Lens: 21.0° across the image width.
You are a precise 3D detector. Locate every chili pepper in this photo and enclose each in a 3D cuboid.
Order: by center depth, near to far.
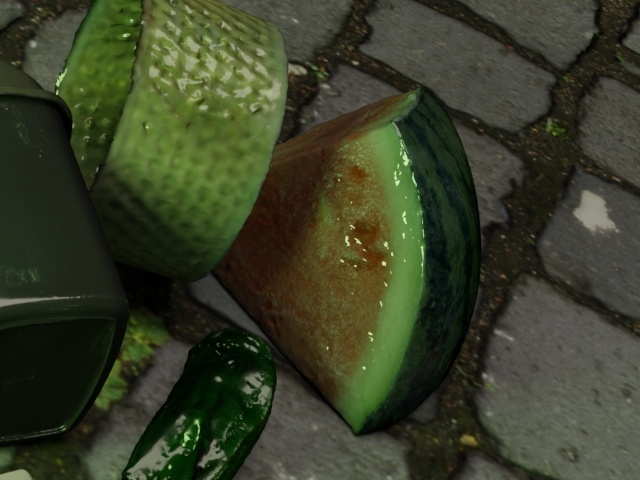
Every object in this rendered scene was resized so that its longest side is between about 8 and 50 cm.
[{"bbox_3d":[-0.094,0.146,1.432,0.098,0.061,0.224,4,29,12],"label":"chili pepper"}]

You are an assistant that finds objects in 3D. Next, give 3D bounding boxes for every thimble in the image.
[{"bbox_3d":[-0.152,-0.100,1.560,0.150,0.271,0.271,18,33,-22],"label":"thimble"}]

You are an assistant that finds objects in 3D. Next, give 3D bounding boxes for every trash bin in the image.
[{"bbox_3d":[-0.273,0.003,1.379,0.182,0.209,0.290,-2,48,-34],"label":"trash bin"}]

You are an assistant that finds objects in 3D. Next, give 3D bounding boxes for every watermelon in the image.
[{"bbox_3d":[0.026,0.013,1.609,0.293,0.283,0.250,-8,25,-8],"label":"watermelon"}]

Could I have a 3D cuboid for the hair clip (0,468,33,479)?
[{"bbox_3d":[-0.308,0.234,1.141,0.101,0.085,0.331,46,30,23],"label":"hair clip"}]
